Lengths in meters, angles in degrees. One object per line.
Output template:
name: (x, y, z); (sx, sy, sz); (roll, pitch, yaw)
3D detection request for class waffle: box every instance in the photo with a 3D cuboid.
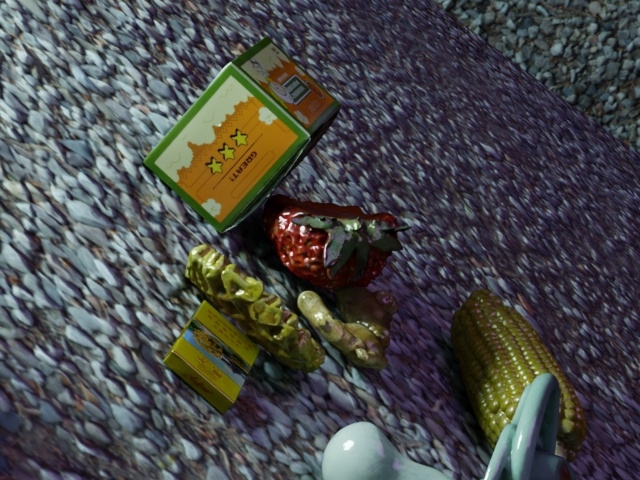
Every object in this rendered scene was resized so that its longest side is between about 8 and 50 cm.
waffle: (-0.076, 0.081, 2.043); (0.194, 0.051, 0.149); (38, -12, 6)

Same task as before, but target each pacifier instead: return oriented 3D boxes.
pacifier: (0.134, 0.252, 1.896); (0.269, 0.288, 0.343); (18, 13, 8)

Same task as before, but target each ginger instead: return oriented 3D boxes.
ginger: (0.044, 0.105, 2.268); (0.193, 0.052, 0.176); (15, 32, -39)

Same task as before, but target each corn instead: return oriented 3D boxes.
corn: (0.254, 0.186, 2.388); (0.130, 0.130, 0.347); (31, 21, -31)

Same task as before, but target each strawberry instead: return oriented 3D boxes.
strawberry: (-0.015, -0.002, 2.296); (0.174, 0.098, 0.228); (1, 11, -42)

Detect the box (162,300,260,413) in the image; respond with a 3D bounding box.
box: (-0.115, 0.123, 1.955); (0.087, 0.023, 0.155); (44, 19, -7)

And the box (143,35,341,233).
box: (-0.092, -0.133, 2.300); (0.148, 0.177, 0.195); (43, 19, -2)
